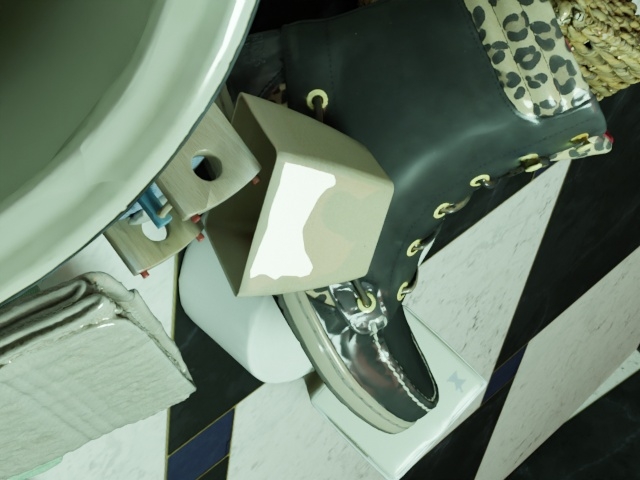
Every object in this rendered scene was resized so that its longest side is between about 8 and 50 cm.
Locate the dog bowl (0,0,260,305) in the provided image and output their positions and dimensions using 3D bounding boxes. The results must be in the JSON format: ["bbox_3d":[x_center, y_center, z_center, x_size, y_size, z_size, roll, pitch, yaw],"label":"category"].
[{"bbox_3d":[-0.227,-0.136,0.434,0.408,0.150,0.408,-15,135,-15],"label":"dog bowl"}]

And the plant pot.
[{"bbox_3d":[-0.012,-0.027,0.902,0.096,0.109,0.109,7,115,-22],"label":"plant pot"}]

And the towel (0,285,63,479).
[{"bbox_3d":[-0.341,0.198,1.023,0.325,0.038,0.248,-35,151,-31],"label":"towel"}]

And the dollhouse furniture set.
[{"bbox_3d":[-0.160,-0.027,0.844,0.184,0.129,0.129,-35,178,-30],"label":"dollhouse furniture set"}]

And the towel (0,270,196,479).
[{"bbox_3d":[-0.202,0.104,0.949,0.187,0.049,0.282,-23,161,-3],"label":"towel"}]

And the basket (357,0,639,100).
[{"bbox_3d":[0.149,-0.232,1.199,0.213,0.223,0.299,-24,167,25],"label":"basket"}]

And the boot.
[{"bbox_3d":[0.090,-0.035,1.025,0.284,0.377,0.138,-24,-156,11],"label":"boot"}]

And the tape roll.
[{"bbox_3d":[0.000,0.000,1.263,0.286,0.100,0.286,-40,154,-24],"label":"tape roll"}]

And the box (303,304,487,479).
[{"bbox_3d":[0.073,0.156,1.447,0.148,0.121,0.311,-46,180,-4],"label":"box"}]
